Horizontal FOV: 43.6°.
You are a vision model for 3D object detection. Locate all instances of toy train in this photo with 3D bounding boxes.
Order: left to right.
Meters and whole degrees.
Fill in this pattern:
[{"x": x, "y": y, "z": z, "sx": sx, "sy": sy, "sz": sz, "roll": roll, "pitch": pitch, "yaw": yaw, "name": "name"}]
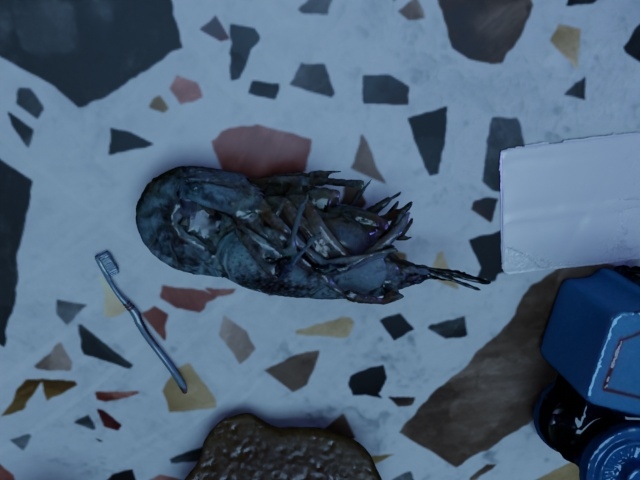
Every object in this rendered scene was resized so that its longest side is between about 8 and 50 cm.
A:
[{"x": 0.399, "y": 0.171, "z": 0.913, "sx": 0.300, "sy": 0.188, "sz": 0.265, "roll": 13, "pitch": 102, "yaw": -9, "name": "toy train"}]

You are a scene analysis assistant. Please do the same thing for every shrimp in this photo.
[{"x": -0.002, "y": 0.000, "z": 0.802, "sx": 0.372, "sy": 0.172, "sz": 0.137, "roll": 3, "pitch": 103, "yaw": -1, "name": "shrimp"}]

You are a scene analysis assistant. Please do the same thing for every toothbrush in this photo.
[{"x": -0.196, "y": 0.095, "z": 0.891, "sx": 0.019, "sy": 0.013, "sz": 0.193, "roll": -29, "pitch": 110, "yaw": -6, "name": "toothbrush"}]

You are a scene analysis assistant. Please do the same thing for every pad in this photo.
[{"x": 0.318, "y": -0.044, "z": 0.916, "sx": 0.232, "sy": 0.004, "sz": 0.156, "roll": -7, "pitch": 109, "yaw": -5, "name": "pad"}]

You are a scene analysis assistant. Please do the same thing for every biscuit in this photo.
[{"x": -0.047, "y": 0.346, "z": 0.912, "sx": 0.257, "sy": 0.049, "sz": 0.273, "roll": 13, "pitch": 77, "yaw": 3, "name": "biscuit"}]
